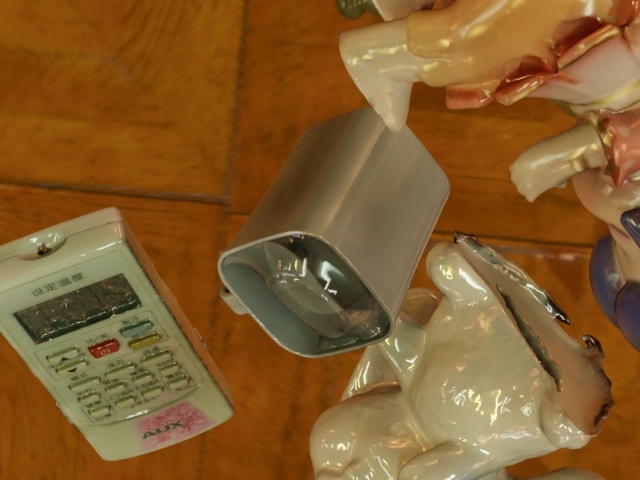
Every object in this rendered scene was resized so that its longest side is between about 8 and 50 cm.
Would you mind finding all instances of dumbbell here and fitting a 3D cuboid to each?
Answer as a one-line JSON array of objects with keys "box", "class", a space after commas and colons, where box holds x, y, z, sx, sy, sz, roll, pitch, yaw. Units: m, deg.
[{"box": [0.068, -0.189, 1.623, 0.118, 0.046, 0.052, 30, 67, 28], "class": "dumbbell"}]

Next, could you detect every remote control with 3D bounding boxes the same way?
[{"box": [-0.189, 0.094, 1.769, 0.145, 0.344, 0.050, -21, 55, 5], "class": "remote control"}]

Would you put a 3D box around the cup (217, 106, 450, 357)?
[{"box": [0.000, 0.000, 1.201, 0.095, 0.128, 0.129, 50, 46, -23], "class": "cup"}]

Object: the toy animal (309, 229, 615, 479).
[{"box": [0.105, 0.145, 1.577, 0.289, 0.174, 0.249, -23, 65, 29], "class": "toy animal"}]

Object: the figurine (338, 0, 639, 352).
[{"box": [0.103, -0.021, 0.567, 0.195, 0.102, 0.111, 44, 39, -29], "class": "figurine"}]

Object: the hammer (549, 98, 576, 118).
[{"box": [0.299, -0.189, 1.517, 0.113, 0.305, 0.202, 14, 85, -34], "class": "hammer"}]
